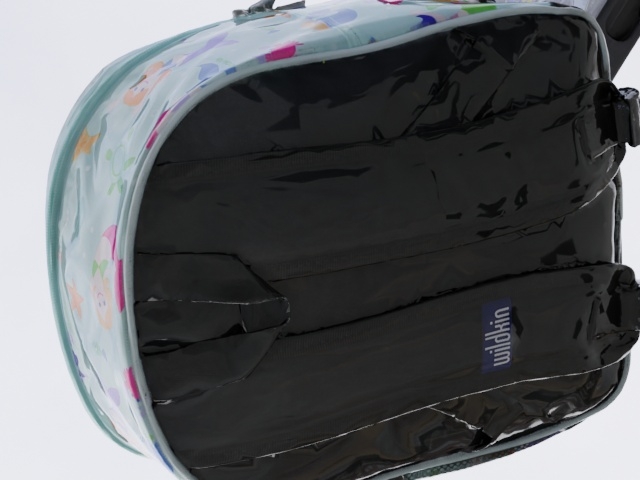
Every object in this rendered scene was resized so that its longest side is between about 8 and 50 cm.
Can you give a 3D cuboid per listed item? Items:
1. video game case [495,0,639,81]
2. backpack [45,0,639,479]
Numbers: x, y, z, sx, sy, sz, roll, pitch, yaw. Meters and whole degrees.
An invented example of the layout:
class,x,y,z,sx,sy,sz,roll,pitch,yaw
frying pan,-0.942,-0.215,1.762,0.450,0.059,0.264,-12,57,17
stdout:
class,x,y,z,sx,sy,sz,roll,pitch,yaw
video game case,0.131,-0.176,1.070,0.035,0.275,0.248,34,-94,-23
backpack,0.000,0.000,0.848,0.253,0.191,0.225,-17,-70,-31
